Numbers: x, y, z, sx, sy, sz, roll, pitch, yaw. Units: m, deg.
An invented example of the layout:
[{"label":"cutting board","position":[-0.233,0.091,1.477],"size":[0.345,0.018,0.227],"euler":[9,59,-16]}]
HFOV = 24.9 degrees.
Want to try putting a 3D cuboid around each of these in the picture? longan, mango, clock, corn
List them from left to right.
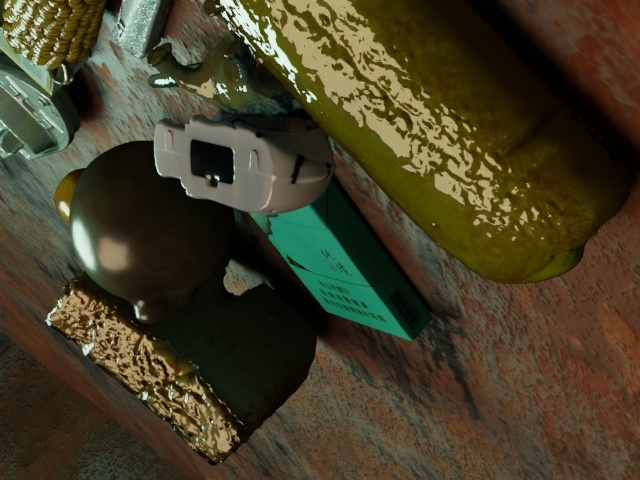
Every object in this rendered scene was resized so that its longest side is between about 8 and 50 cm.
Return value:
[{"label":"corn","position":[-0.246,-0.236,1.350],"size":[0.106,0.106,0.293],"euler":[43,162,0]},{"label":"mango","position":[-0.299,-0.045,1.926],"size":[0.105,0.084,0.159],"euler":[59,180,1]},{"label":"longan","position":[-0.185,-0.009,1.600],"size":[0.184,0.204,0.159],"euler":[2,-171,12]},{"label":"clock","position":[-0.051,-0.080,1.305],"size":[0.176,0.117,0.080],"euler":[15,114,39]}]

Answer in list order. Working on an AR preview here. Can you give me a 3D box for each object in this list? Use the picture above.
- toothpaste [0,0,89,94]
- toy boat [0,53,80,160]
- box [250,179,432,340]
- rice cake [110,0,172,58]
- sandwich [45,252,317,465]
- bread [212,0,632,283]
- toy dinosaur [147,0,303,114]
[{"label":"toothpaste","position":[-0.385,-0.291,1.567],"size":[0.313,0.071,0.089],"euler":[42,164,1]},{"label":"toy boat","position":[-0.370,-0.164,1.788],"size":[0.141,0.092,0.319],"euler":[46,161,-17]},{"label":"box","position":[0.000,0.000,1.463],"size":[0.161,0.042,0.226],"euler":[14,147,54]},{"label":"rice cake","position":[-0.157,-0.217,1.311],"size":[0.043,0.034,0.211],"euler":[40,162,-2]},{"label":"sandwich","position":[-0.147,0.107,1.724],"size":[0.273,0.249,0.095],"euler":[41,126,3]},{"label":"bread","position":[0.045,-0.116,0.989],"size":[0.383,0.112,0.166],"euler":[46,162,-6]},{"label":"toy dinosaur","position":[-0.061,-0.141,1.217],"size":[0.363,0.076,0.147],"euler":[13,159,46]}]
